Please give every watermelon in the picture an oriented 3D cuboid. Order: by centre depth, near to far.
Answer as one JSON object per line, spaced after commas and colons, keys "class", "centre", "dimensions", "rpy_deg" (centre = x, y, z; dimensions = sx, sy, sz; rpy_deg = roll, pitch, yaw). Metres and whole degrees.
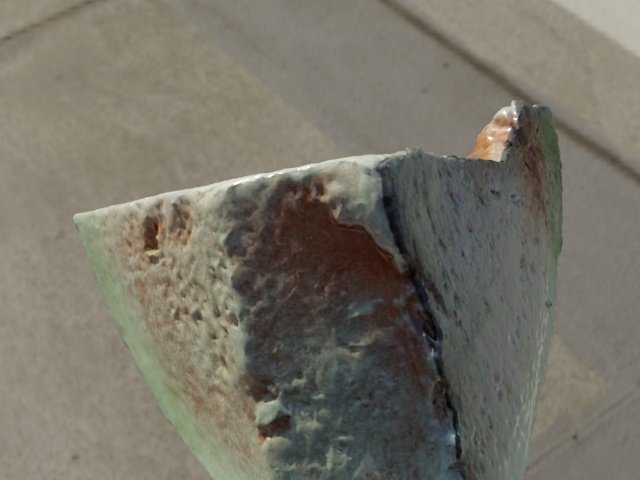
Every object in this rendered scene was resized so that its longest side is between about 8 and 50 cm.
{"class": "watermelon", "centre": [0.000, 0.000, 0.714], "dimensions": [0.289, 0.214, 0.320], "rpy_deg": [19, 58, 15]}
